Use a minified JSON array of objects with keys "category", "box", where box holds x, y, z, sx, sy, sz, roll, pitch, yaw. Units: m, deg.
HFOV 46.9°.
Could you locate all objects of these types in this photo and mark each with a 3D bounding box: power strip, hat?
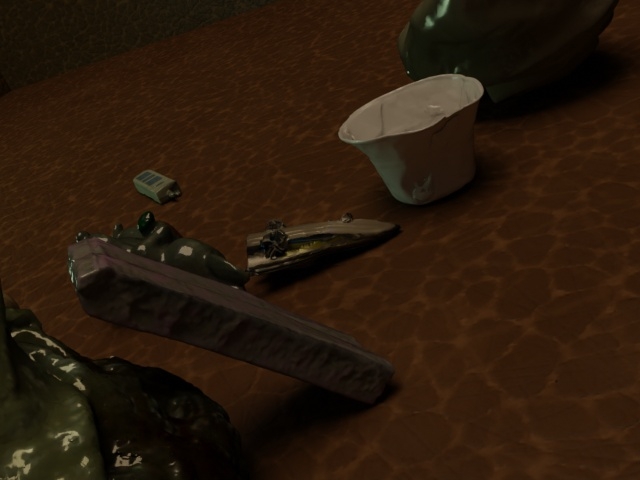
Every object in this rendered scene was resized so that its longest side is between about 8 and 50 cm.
[{"category":"power strip","box":[-0.313,-0.103,1.411,0.048,0.030,0.191,-35,28,-20]},{"category":"hat","box":[0.135,-0.128,0.993,0.203,0.126,0.203,-19,27,10]}]

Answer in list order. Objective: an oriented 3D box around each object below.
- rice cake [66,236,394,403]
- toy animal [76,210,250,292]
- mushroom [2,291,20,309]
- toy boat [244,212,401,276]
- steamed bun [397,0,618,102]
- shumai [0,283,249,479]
[{"category":"rice cake","box":[-0.080,0.074,0.661,0.050,0.298,0.106,-65,27,3]},{"category":"toy animal","box":[-0.193,0.041,0.986,0.251,0.127,0.125,9,45,20]},{"category":"mushroom","box":[-0.505,0.129,1.033,0.166,0.127,0.166,-22,20,9]},{"category":"toy boat","box":[0.000,0.000,0.947,0.210,0.066,0.084,-10,17,2]},{"category":"steamed bun","box":[0.309,-0.357,1.143,0.342,0.255,0.368,-48,3,-10]},{"category":"shumai","box":[-0.276,0.156,0.567,0.395,0.348,0.395,-20,23,9]}]
